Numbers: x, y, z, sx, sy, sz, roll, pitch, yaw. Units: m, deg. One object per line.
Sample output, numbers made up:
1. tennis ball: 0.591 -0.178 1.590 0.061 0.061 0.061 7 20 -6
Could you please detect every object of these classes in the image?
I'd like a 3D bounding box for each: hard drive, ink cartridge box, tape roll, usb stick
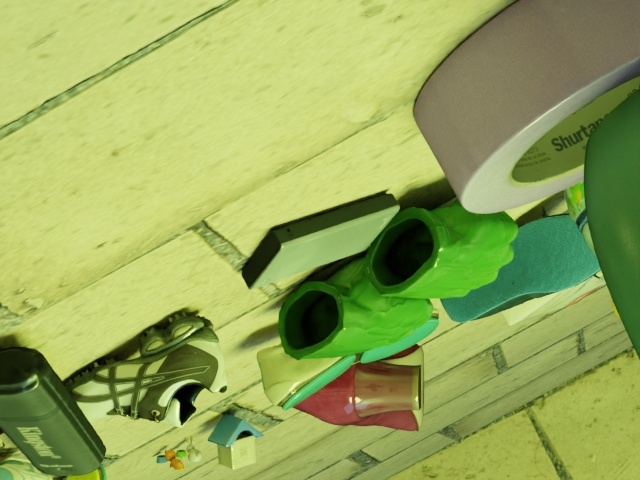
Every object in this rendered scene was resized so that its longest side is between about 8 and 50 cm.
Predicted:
1. hard drive: 0.000 0.000 1.391 0.135 0.022 0.094 -19 162 -30
2. ink cartridge box: 0.309 0.052 1.992 0.198 0.067 0.115 -13 158 -43
3. tape roll: 0.218 -0.131 1.223 0.275 0.090 0.275 -26 165 -8
4. usb stick: -0.257 0.163 1.355 0.077 0.045 0.278 -9 156 0

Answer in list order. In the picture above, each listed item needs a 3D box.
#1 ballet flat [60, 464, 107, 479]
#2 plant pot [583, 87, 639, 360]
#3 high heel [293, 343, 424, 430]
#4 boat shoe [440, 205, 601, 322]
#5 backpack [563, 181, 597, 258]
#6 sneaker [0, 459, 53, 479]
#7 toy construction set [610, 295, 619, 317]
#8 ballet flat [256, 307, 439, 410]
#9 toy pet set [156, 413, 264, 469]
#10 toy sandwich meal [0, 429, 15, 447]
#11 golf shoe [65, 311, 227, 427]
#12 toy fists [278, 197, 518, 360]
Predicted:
1. ballet flat: -0.311 0.334 1.845 0.077 0.077 0.231 -6 160 -15
2. plant pot: 0.348 -0.025 1.174 0.293 0.235 0.293 -26 165 -7
3. high heel: 0.051 0.198 2.034 0.181 0.127 0.377 0 170 5
4. boat shoe: 0.255 0.019 1.783 0.258 0.109 0.089 -20 180 39
5. backpack: 0.411 -0.091 1.449 0.356 0.273 0.290 -19 173 14
6. sneaker: -0.384 0.298 1.609 0.086 0.085 0.237 23 137 -36
7. toy construction set: 0.521 0.031 1.981 0.258 0.308 0.237 4 163 34
8. ballet flat: 0.029 0.109 1.685 0.248 0.086 0.086 -23 165 -35
9. toy pet set: -0.140 0.259 1.950 0.122 0.065 0.114 -12 -167 -38
10. toy sandwich meal: -0.297 0.176 1.432 0.086 0.029 0.085 -26 164 -8
11. golf shoe: -0.178 0.152 1.447 0.198 0.093 0.077 -33 165 22
12. toy fists: 0.082 0.039 1.528 0.142 0.096 0.279 2 149 -43
